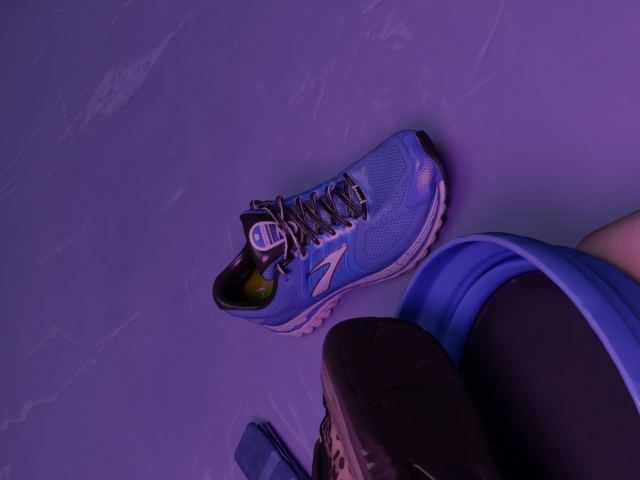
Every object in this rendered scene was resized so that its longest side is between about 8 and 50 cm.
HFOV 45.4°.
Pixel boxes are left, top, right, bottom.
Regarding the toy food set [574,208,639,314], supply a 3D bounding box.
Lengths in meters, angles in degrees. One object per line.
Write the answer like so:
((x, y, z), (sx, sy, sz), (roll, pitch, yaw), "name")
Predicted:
((0.280, 0.098, 0.472), (0.220, 0.092, 0.306), (138, 126, -64), "toy food set")

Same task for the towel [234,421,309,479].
((-0.058, 0.279, 0.925), (0.119, 0.029, 0.067), (42, 112, 41), "towel")

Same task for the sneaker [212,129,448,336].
((0.000, 0.000, 0.837), (0.330, 0.147, 0.130), (-44, 54, 31), "sneaker")

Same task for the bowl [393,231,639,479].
((0.157, 0.187, 0.575), (0.391, 0.077, 0.391), (176, 90, -72), "bowl")

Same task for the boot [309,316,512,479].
((0.053, 0.277, 0.563), (0.377, 0.138, 0.284), (-109, 25, -49), "boot")
